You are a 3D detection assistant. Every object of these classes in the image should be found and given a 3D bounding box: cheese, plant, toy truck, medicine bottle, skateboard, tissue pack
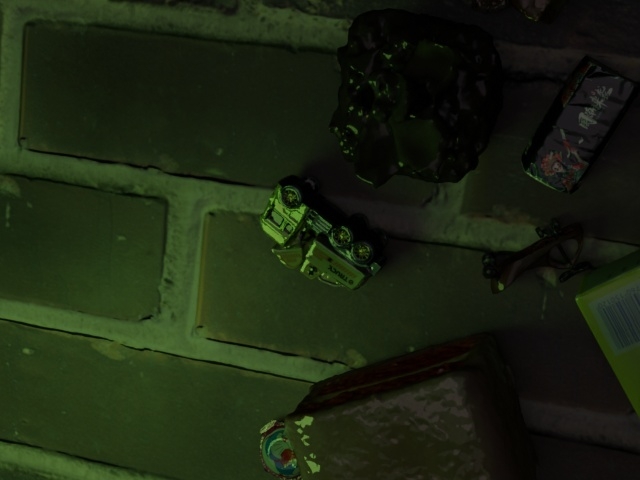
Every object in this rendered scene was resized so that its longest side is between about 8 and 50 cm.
[{"bbox_3d":[-0.039,0.338,1.688,0.095,0.038,0.145,-40,86,18],"label":"cheese"},{"bbox_3d":[0.116,-0.182,1.417,0.213,0.312,0.215,13,106,18],"label":"plant"},{"bbox_3d":[0.000,0.000,1.600,0.191,0.085,0.116,37,112,5],"label":"toy truck"},{"bbox_3d":[0.454,0.137,1.459,0.141,0.137,0.250,-27,91,18],"label":"medicine bottle"},{"bbox_3d":[0.300,0.031,1.531,0.151,0.067,0.080,-30,99,15],"label":"skateboard"},{"bbox_3d":[0.340,-0.151,1.465,0.090,0.103,0.170,29,106,3],"label":"tissue pack"}]

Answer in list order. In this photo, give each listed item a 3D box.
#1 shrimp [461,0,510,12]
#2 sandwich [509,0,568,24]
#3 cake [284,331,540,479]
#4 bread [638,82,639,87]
[{"bbox_3d":[0.209,-0.385,1.499,0.091,0.034,0.161,-17,95,19],"label":"shrimp"},{"bbox_3d":[0.309,-0.358,1.382,0.065,0.214,0.186,40,105,7],"label":"sandwich"},{"bbox_3d":[0.130,0.280,1.531,0.308,0.237,0.230,-20,96,16],"label":"cake"},{"bbox_3d":[0.534,-0.143,1.409,0.210,0.099,0.235,-28,91,19],"label":"bread"}]
